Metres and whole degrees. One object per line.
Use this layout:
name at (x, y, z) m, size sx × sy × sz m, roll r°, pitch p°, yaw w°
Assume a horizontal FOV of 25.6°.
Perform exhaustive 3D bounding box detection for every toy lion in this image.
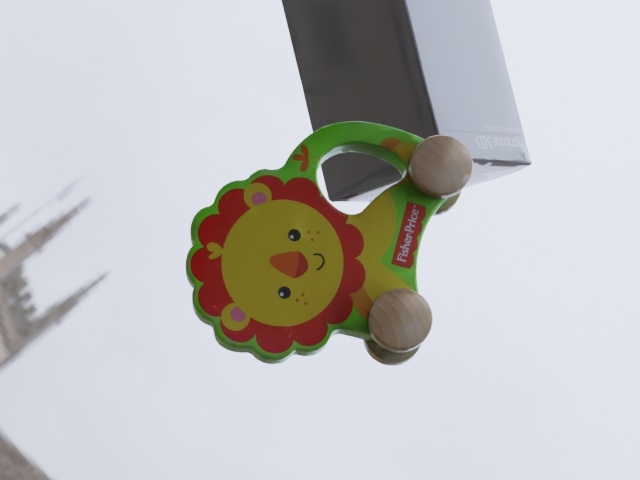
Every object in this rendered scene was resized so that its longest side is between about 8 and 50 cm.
toy lion at (0.000, 0.000, 0.531) m, size 0.096 × 0.100 × 0.034 m, roll 17°, pitch -16°, yaw 0°

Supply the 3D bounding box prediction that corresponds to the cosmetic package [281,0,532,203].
cosmetic package at (0.049, -0.149, 0.956) m, size 0.107 × 0.127 × 0.238 m, roll -22°, pitch -99°, yaw 34°
